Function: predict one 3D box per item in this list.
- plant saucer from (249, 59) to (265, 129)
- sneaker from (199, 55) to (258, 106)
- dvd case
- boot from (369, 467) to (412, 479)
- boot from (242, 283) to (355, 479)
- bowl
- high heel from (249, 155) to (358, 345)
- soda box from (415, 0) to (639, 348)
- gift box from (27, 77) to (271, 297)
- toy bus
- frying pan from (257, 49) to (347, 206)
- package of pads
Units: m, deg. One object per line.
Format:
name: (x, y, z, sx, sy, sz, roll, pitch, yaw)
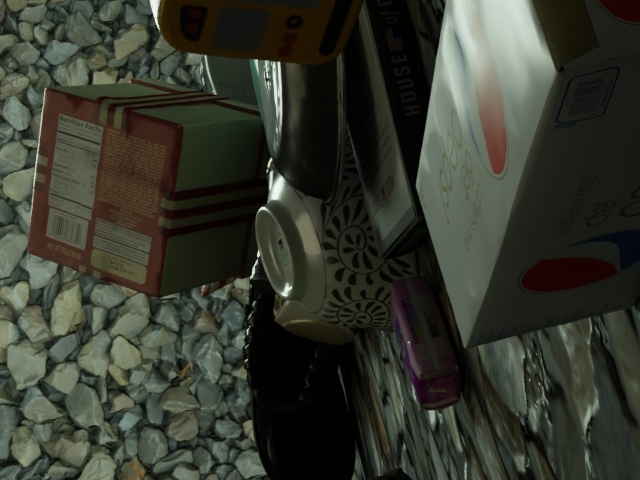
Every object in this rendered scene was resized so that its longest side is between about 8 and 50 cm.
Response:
plant saucer: (-0.056, -0.179, 1.630, 0.195, 0.037, 0.195, 167, 90, -84)
sneaker: (-0.110, -0.159, 1.929, 0.147, 0.104, 0.296, -119, 22, -81)
dvd case: (0.034, -0.116, 0.894, 0.179, 0.029, 0.239, 116, 141, -81)
boot: (0.090, 0.311, 1.230, 0.106, 0.082, 0.219, -33, -73, -73)
boot: (-0.025, 0.189, 1.675, 0.260, 0.131, 0.348, -143, 41, -82)
bowl: (0.000, 0.000, 1.041, 0.170, 0.080, 0.170, 164, 90, -71)
high heel: (0.005, -0.001, 1.404, 0.261, 0.093, 0.186, 53, -133, -63)
soda box: (0.078, -0.038, 0.428, 0.216, 0.069, 0.074, 92, 164, -68)
gift box: (-0.213, -0.061, 1.758, 0.258, 0.255, 0.276, -17, -56, -58)
toy bus: (-0.047, -0.241, 0.763, 0.333, 0.130, 0.108, -108, 28, -42)
frying pan: (-0.022, -0.164, 0.970, 0.326, 0.053, 0.197, -104, 13, -46)
package of pads: (0.071, 0.070, 0.934, 0.050, 0.032, 0.083, 79, 175, -51)
